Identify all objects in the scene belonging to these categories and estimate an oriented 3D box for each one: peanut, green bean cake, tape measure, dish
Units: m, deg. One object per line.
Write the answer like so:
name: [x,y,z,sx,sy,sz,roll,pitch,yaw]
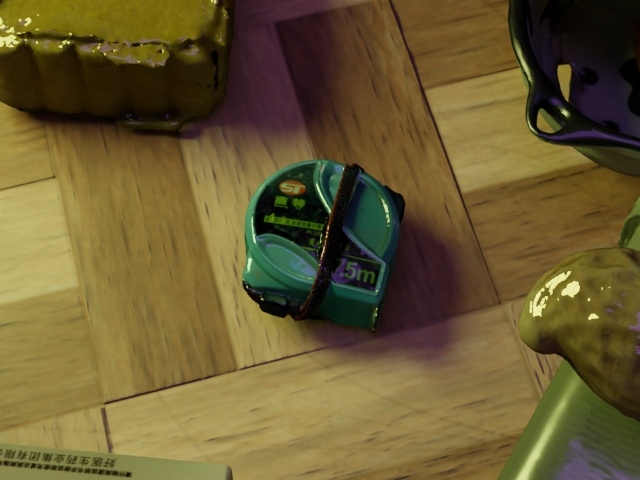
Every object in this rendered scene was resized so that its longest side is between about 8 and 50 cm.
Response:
peanut: [0.216,0.052,0.751,0.228,0.085,0.104,2,55,7]
green bean cake: [-0.185,-0.219,1.293,0.230,0.131,0.224,4,63,1]
tape measure: [0.000,0.000,1.189,0.125,0.081,0.146,13,61,6]
dish: [0.288,-0.150,1.238,0.303,0.120,0.303,-1,58,2]

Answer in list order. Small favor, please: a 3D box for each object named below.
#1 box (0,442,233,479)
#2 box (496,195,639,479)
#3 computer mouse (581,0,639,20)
box: [-0.251,0.241,1.040,0.353,0.069,0.214,3,44,6]
box: [0.191,0.201,0.916,0.177,0.352,0.344,27,67,16]
computer mouse: [0.291,-0.255,1.177,0.269,0.100,0.170,22,63,15]
